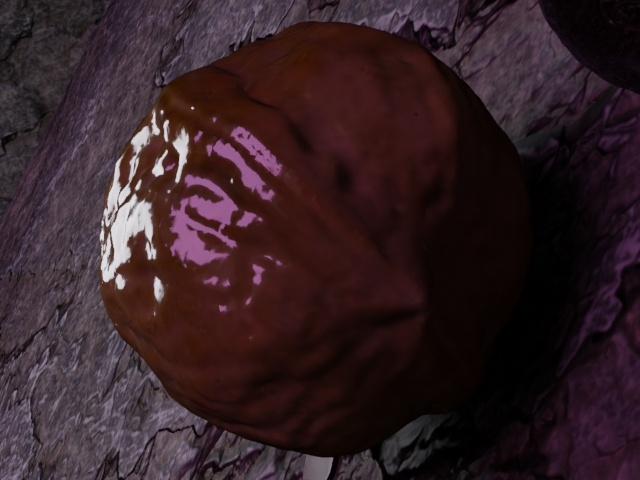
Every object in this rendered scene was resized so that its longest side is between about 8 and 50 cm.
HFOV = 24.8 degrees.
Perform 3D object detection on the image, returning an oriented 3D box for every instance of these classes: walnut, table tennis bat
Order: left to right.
[{"bbox_3d":[-0.001,-0.003,1.021,0.344,0.306,0.306,30,95,61],"label":"walnut"},{"bbox_3d":[0.002,0.171,1.195,0.050,0.007,0.083,-31,43,55],"label":"table tennis bat"}]

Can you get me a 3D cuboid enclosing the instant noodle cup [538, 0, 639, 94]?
[{"bbox_3d":[0.213,-0.219,0.865,0.217,0.217,0.207,-55,18,25],"label":"instant noodle cup"}]
